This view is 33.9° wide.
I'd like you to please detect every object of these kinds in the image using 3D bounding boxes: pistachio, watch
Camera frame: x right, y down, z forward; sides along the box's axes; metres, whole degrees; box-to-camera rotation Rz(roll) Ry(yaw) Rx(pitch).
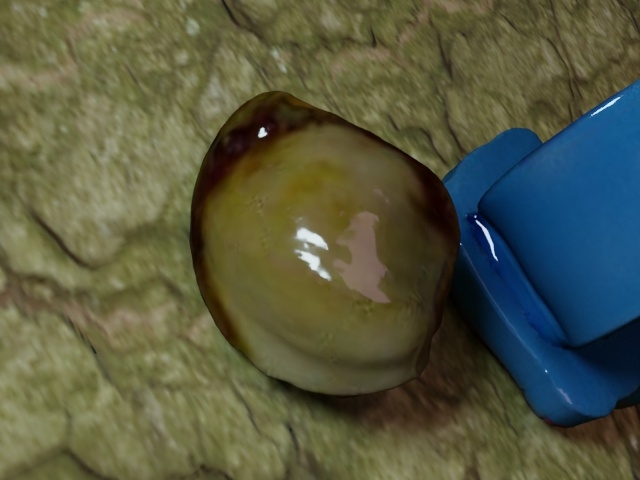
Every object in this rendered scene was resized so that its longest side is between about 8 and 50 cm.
[{"bbox_3d":[0.000,0.000,0.662,0.165,0.130,0.210,-27,77,-6],"label":"pistachio"},{"bbox_3d":[0.259,-0.029,0.781,0.305,0.274,0.241,-26,78,-42],"label":"watch"}]
